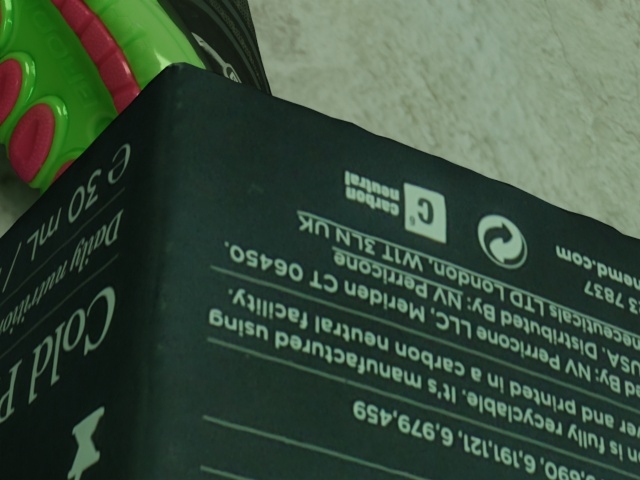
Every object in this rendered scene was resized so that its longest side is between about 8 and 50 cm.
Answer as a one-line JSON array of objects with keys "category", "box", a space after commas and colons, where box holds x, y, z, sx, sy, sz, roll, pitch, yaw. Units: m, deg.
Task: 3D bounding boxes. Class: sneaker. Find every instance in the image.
[{"category": "sneaker", "box": [-0.170, -0.219, 1.246, 0.202, 0.185, 0.482, -4, 68, -61]}]

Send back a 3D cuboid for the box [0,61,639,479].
[{"category": "box", "box": [-0.067, 0.274, 0.768, 0.297, 0.480, 0.471, 19, 52, -28]}]
